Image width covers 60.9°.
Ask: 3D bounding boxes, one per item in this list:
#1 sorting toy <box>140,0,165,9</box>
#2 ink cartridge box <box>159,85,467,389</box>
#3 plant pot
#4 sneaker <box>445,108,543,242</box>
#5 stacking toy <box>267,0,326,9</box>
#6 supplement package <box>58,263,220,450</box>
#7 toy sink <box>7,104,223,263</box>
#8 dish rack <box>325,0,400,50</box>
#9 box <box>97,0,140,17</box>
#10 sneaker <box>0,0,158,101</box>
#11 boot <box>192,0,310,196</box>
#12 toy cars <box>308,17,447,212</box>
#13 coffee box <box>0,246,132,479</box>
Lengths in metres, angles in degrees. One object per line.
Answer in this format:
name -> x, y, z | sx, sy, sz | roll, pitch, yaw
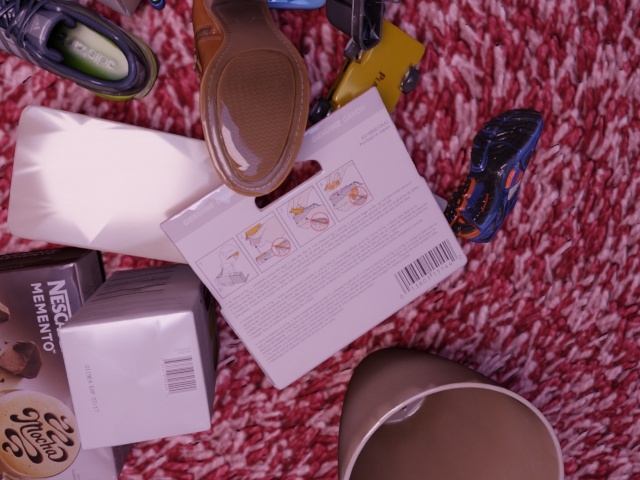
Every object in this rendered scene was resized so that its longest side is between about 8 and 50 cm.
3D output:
sorting toy -> -0.215, -0.326, 0.686 | 0.102, 0.042, 0.061 | -22, 103, -4
ink cartridge box -> 0.000, 0.000, 0.676 | 0.296, 0.066, 0.261 | -33, 109, -5
plant pot -> 0.129, 0.252, 0.726 | 0.256, 0.274, 0.256 | -1, 100, -8
sneaker -> 0.256, -0.093, 0.790 | 0.087, 0.083, 0.221 | 36, 83, -48
stacking toy -> -0.048, -0.370, 0.569 | 0.165, 0.302, 0.175 | 2, 98, -9
supplement package -> -0.201, 0.119, 0.666 | 0.134, 0.244, 0.139 | -7, 102, -7
toy sink -> -0.239, -0.069, 0.685 | 0.234, 0.131, 0.153 | 9, 99, -15
dish rack -> 0.101, -0.373, 0.619 | 0.074, 0.208, 0.271 | 33, 60, 22
box -> -0.214, -0.434, 0.603 | 0.148, 0.121, 0.311 | 29, 89, -6
sneaker -> -0.328, -0.253, 0.617 | 0.300, 0.121, 0.111 | 20, 97, -24
boot -> -0.100, -0.170, 0.615 | 0.109, 0.220, 0.283 | -10, 85, -18
toy cars -> 0.073, -0.094, 0.754 | 0.176, 0.087, 0.394 | -15, 106, -10
coffee box -> -0.362, 0.166, 0.714 | 0.168, 0.119, 0.297 | -6, 101, -6
